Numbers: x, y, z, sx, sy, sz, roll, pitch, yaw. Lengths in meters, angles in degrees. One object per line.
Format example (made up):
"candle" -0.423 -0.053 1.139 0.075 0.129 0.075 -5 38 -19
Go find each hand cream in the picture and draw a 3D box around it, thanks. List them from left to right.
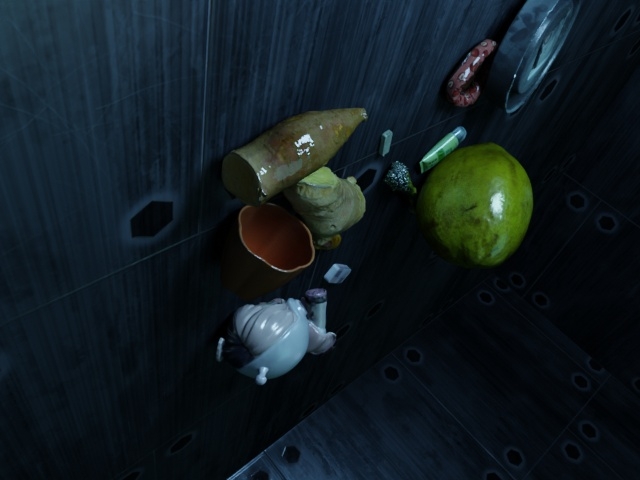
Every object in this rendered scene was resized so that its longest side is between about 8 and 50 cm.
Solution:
"hand cream" 0.372 -0.277 1.686 0.175 0.046 0.095 -43 162 0

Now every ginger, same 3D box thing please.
"ginger" 0.009 -0.093 1.291 0.189 0.126 0.354 -59 153 -2

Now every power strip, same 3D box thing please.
"power strip" 0.168 -0.251 1.430 0.027 0.017 0.083 -33 153 -24

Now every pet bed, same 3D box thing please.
"pet bed" 0.406 -0.441 1.469 0.201 0.053 0.201 -42 158 -22

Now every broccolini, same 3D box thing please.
"broccolini" 0.259 -0.143 1.714 0.392 0.074 0.078 48 46 -68

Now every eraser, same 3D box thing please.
"eraser" 0.057 0.110 1.824 0.065 0.026 0.105 -53 155 11

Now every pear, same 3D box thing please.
"pear" 0.478 -0.101 1.707 0.352 0.352 0.413 68 30 -65

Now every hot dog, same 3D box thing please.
"hot dog" 0.000 0.000 1.526 0.066 0.047 0.216 -48 156 12

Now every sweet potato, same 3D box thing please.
"sweet potato" -0.031 -0.190 1.074 0.337 0.131 0.131 -37 155 -21

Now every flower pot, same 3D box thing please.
"flower pot" -0.132 0.038 1.224 0.191 0.190 0.173 -18 155 -46

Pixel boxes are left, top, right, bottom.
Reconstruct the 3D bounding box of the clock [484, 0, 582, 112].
"clock" 0.586 -0.537 1.512 0.386 0.076 0.386 -45 158 -24

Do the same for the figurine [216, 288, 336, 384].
"figurine" -0.108 0.262 1.568 0.253 0.211 0.361 -55 156 21
